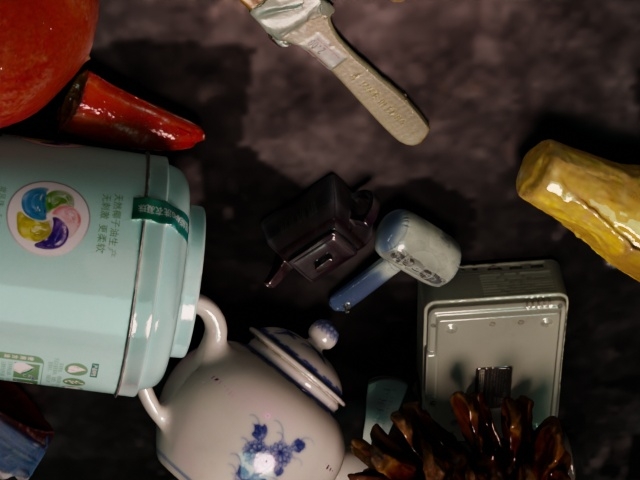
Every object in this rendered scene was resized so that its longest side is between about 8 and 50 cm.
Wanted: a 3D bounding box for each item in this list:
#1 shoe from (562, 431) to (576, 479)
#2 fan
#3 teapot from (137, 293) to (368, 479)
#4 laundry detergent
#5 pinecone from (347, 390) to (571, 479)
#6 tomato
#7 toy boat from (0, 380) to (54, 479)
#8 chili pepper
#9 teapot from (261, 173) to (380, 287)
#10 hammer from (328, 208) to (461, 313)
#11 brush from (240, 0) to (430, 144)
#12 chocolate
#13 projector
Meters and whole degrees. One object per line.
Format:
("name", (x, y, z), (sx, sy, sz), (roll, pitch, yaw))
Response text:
("shoe", (0.294, 0.397, 2.381), (0.149, 0.109, 0.293), (-5, 127, 1))
("fan", (0.067, 0.293, 2.320), (0.057, 0.023, 0.282), (5, 129, -12))
("teapot", (-0.071, 0.215, 2.109), (0.424, 0.252, 0.280), (41, 84, -26))
("laundry detergent", (-0.294, 0.028, 1.867), (0.305, 0.287, 0.287), (8, 130, -10))
("pinecone", (0.181, 0.299, 2.063), (0.309, 0.244, 0.244), (11, 129, -17))
("tomato", (-0.387, -0.206, 1.736), (0.309, 0.170, 0.309), (-2, 131, -2))
("toy boat", (-0.474, 0.226, 2.134), (0.142, 0.129, 0.309), (-35, 127, 10))
("chili pepper", (-0.210, -0.140, 1.890), (0.169, 0.065, 0.088), (16, 145, -24))
("teapot", (0.000, 0.000, 2.005), (0.177, 0.096, 0.087), (-33, 126, 21))
("hammer", (0.081, 0.041, 2.077), (0.116, 0.069, 0.194), (30, 130, -28))
("brush", (0.017, -0.212, 1.870), (0.085, 0.020, 0.336), (-35, 126, 22))
("chocolate", (0.435, 0.000, 2.024), (0.445, 0.162, 0.162), (22, 125, -20))
("projector", (0.221, 0.153, 2.159), (0.192, 0.099, 0.257), (-3, 131, -2))
